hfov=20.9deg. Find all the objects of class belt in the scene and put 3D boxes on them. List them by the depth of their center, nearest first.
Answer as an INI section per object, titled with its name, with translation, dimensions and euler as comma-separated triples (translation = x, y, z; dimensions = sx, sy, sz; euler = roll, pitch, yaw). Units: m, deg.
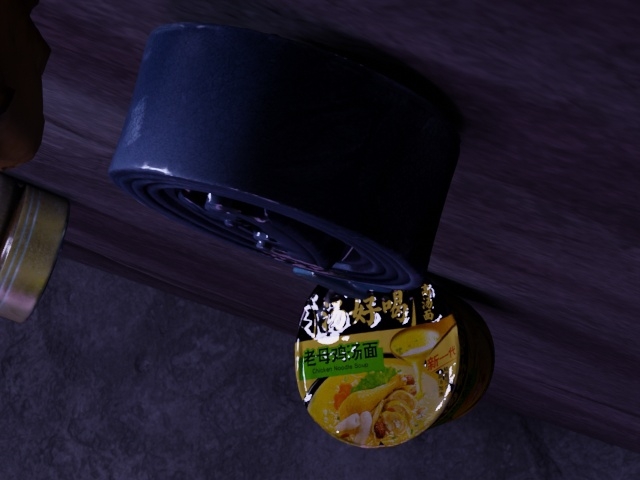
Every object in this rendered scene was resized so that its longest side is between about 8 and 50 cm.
[belt]
translation = -0.013, -0.036, 0.762
dimensions = 0.141, 0.082, 0.190
euler = 16, 172, 16

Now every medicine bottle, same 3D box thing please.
[medicine bottle]
translation = -0.454, -0.033, 1.922
dimensions = 0.322, 0.151, 0.151
euler = 22, 174, -17

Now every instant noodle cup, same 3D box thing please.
[instant noodle cup]
translation = 0.070, 0.094, 1.419
dimensions = 0.151, 0.151, 0.122
euler = 17, -175, 31

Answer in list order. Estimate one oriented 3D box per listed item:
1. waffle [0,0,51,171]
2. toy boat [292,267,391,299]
[waffle]
translation = -0.226, -0.094, 0.400
dimensions = 0.261, 0.114, 0.376
euler = -3, 170, 3
[toy boat]
translation = 0.000, 0.000, 1.145
dimensions = 0.069, 0.059, 0.173
euler = 24, 173, -33
